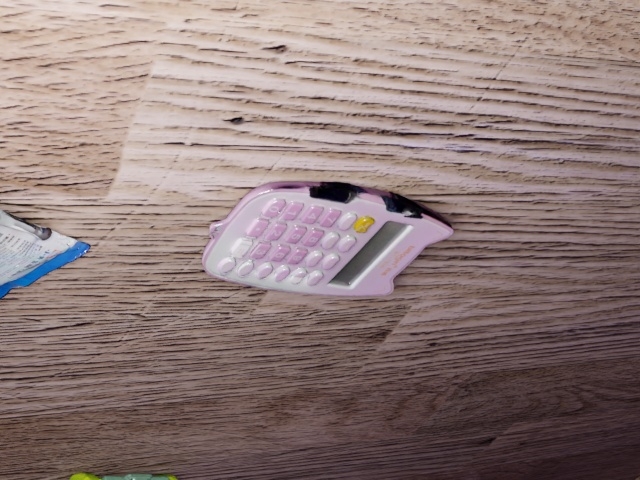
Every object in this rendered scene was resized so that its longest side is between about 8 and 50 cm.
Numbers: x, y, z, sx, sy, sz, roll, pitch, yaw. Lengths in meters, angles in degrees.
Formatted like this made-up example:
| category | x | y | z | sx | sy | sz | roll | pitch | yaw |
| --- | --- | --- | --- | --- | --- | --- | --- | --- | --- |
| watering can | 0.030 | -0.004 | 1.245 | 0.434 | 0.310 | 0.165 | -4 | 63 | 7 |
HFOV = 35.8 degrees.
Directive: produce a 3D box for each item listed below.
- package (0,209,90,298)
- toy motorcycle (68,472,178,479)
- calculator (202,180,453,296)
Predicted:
| category | x | y | z | sx | sy | sz | roll | pitch | yaw |
| --- | --- | --- | --- | --- | --- | --- | --- | --- | --- |
| package | -0.350 | 0.027 | 1.022 | 0.171 | 0.027 | 0.173 | -29 | 161 | 12 |
| toy motorcycle | -0.375 | 0.528 | 1.670 | 0.191 | 0.200 | 0.326 | 13 | 136 | -42 |
| calculator | 0.000 | -0.001 | 1.170 | 0.294 | 0.043 | 0.194 | 9 | 141 | -32 |
